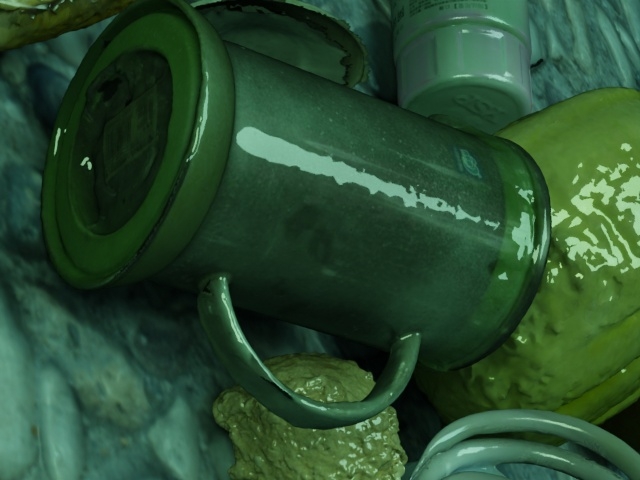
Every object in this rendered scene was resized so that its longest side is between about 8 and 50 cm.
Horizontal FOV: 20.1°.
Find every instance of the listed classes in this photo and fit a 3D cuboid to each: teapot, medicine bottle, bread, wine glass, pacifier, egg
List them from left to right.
[{"bbox_3d":[-0.044,-0.272,1.449,0.190,0.190,0.357,36,47,-41],"label":"wine glass"},{"bbox_3d":[-0.006,0.142,1.311,0.140,0.116,0.118,39,50,8],"label":"egg"},{"bbox_3d":[0.000,0.000,1.249,0.337,0.200,0.270,17,56,-33],"label":"teapot"},{"bbox_3d":[0.134,-0.187,1.705,0.135,0.135,0.168,32,46,-44],"label":"medicine bottle"},{"bbox_3d":[0.143,0.286,1.381,0.244,0.299,0.233,-50,154,-48],"label":"pacifier"},{"bbox_3d":[0.202,0.027,1.518,0.237,0.320,0.320,52,29,13],"label":"bread"}]

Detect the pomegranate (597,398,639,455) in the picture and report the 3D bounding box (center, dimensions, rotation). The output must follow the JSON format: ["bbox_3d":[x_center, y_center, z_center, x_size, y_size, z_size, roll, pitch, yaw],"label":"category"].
[{"bbox_3d":[0.339,0.151,1.797,0.209,0.180,0.180,76,13,-54],"label":"pomegranate"}]

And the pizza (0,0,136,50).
[{"bbox_3d":[-0.172,-0.310,1.269,0.435,0.080,0.391,8,72,-19],"label":"pizza"}]
